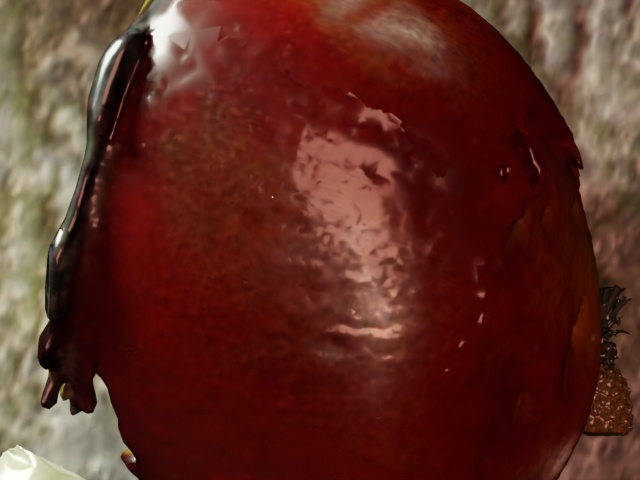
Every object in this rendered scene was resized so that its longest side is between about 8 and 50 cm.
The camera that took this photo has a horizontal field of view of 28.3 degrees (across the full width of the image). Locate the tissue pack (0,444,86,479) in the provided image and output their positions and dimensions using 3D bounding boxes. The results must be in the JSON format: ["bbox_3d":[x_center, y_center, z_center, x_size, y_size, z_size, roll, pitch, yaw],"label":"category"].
[{"bbox_3d":[-0.160,0.362,0.736,0.297,0.207,0.380,24,52,7],"label":"tissue pack"}]

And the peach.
[{"bbox_3d":[0.000,0.000,0.823,0.353,0.339,0.417,-28,104,20],"label":"peach"}]

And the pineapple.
[{"bbox_3d":[0.216,0.089,0.985,0.058,0.058,0.124,4,80,-2],"label":"pineapple"}]
